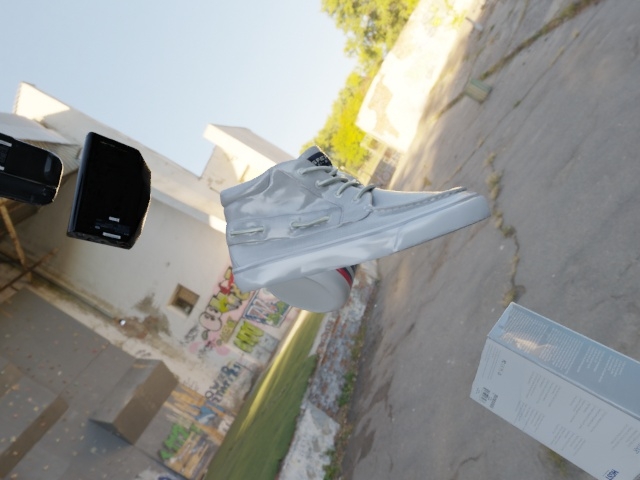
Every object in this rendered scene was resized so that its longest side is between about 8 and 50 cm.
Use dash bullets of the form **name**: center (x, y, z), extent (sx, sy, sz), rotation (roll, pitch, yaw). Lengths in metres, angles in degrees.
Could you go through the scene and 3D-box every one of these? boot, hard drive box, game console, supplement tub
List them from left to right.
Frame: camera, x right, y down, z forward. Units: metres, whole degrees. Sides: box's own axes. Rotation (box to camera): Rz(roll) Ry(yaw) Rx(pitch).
- **game console**: center (-0.483, -0.122, 0.713), extent (0.044, 0.361, 0.213), rotation (-21, 62, 38)
- **supplement tub**: center (0.000, 0.000, 0.872), extent (0.191, 0.191, 0.272), rotation (123, 170, -56)
- **boot**: center (0.016, -0.037, 0.387), extent (0.258, 0.123, 0.095), rotation (-16, -3, 16)
- **hard drive box**: center (0.363, 0.229, 0.599), extent (0.089, 0.232, 0.181), rotation (-37, -41, -31)
